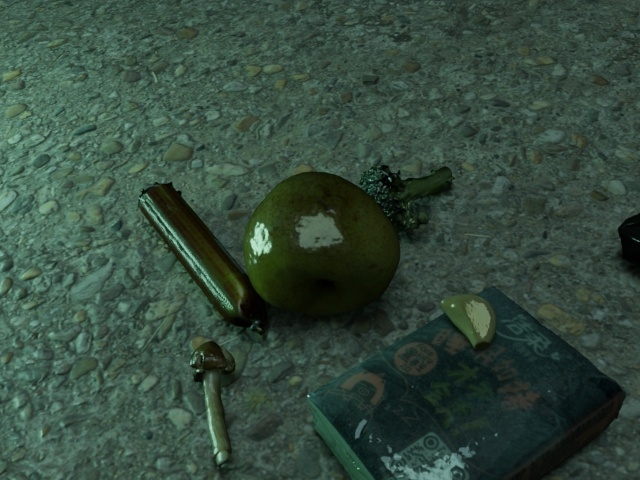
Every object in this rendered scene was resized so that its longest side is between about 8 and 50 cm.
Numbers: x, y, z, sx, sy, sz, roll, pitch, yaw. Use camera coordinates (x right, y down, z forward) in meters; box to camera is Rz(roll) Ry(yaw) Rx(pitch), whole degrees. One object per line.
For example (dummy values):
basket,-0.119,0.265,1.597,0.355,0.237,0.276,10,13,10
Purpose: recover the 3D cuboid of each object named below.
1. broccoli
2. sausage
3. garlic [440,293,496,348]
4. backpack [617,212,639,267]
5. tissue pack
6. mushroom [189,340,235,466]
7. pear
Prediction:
broccoli,0.155,-0.084,1.187,0.204,0.118,0.122,-19,12,-36
sausage,-0.181,0.028,1.104,0.082,0.082,0.371,-27,48,-21
garlic,0.193,0.097,0.872,0.053,0.041,0.083,-23,48,-9
backpack,0.529,0.014,1.031,0.120,0.105,0.165,-19,24,-18
tissue pack,0.174,0.208,0.857,0.316,0.103,0.228,-27,48,-21
mushroom,-0.133,0.214,0.917,0.062,0.060,0.187,-7,48,-13
pear,0.000,0.000,1.029,0.229,0.188,0.211,-1,51,-2
